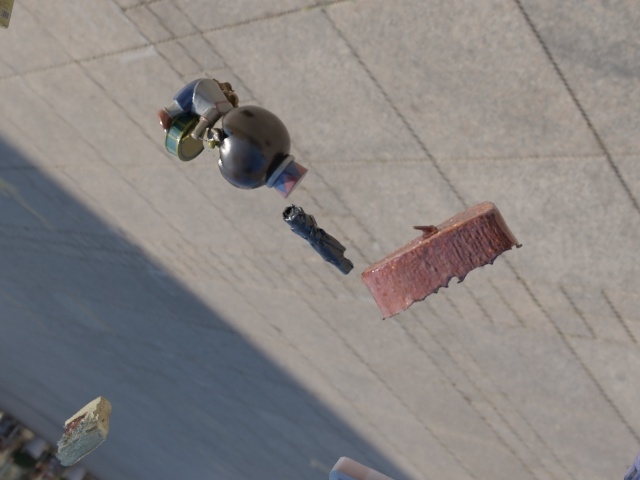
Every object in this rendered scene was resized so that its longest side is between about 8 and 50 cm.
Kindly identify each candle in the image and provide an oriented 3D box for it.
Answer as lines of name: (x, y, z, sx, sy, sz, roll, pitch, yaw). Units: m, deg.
candle: (0.234, 0.013, 1.672, 0.131, 0.317, 0.287, 61, 147, -1)

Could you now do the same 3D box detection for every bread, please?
bread: (-0.291, 0.234, 1.121, 0.035, 0.070, 0.083, 50, -167, -20)

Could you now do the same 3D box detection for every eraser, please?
eraser: (0.060, 0.287, 1.007, 0.105, 0.026, 0.065, 22, 128, 20)

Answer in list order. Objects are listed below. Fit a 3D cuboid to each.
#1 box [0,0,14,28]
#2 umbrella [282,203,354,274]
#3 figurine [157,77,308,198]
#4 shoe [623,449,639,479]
box: (-0.372, -0.328, 1.050, 0.020, 0.149, 0.073, 12, 177, 10)
umbrella: (0.000, 0.000, 2.146, 0.236, 0.059, 0.066, 44, 172, -33)
figurine: (-0.149, -0.172, 1.593, 0.275, 0.161, 0.158, 33, 118, 24)
shoe: (0.466, 0.287, 1.065, 0.245, 0.137, 0.095, 39, -167, -23)
